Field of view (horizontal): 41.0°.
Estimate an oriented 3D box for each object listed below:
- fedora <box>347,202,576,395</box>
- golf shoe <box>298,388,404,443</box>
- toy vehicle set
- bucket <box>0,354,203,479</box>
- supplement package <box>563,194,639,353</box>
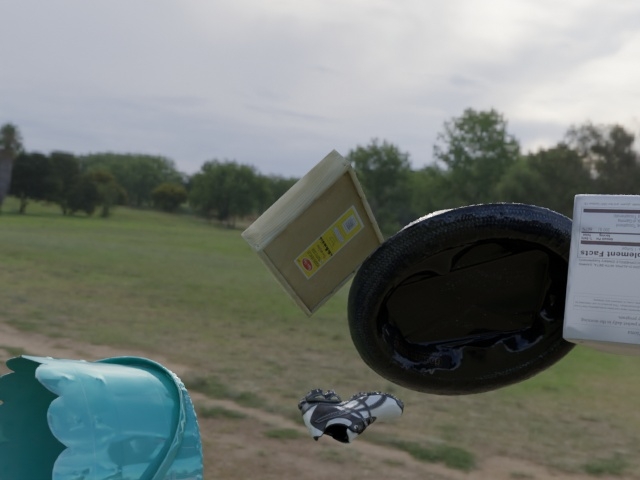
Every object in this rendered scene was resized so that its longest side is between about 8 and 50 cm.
[{"bbox_3d":[0.193,0.052,1.135,0.334,0.334,0.152,5,32,-12],"label":"fedora"},{"bbox_3d":[0.059,0.314,1.486,0.198,0.094,0.077,4,-40,-22],"label":"golf shoe"},{"bbox_3d":[0.000,0.000,1.202,0.035,0.166,0.267,44,-7,27],"label":"toy vehicle set"},{"bbox_3d":[-0.273,0.268,1.012,0.183,0.281,0.281,5,1,-37],"label":"bucket"},{"bbox_3d":[0.396,0.048,0.836,0.261,0.145,0.204,4,-9,30],"label":"supplement package"}]
